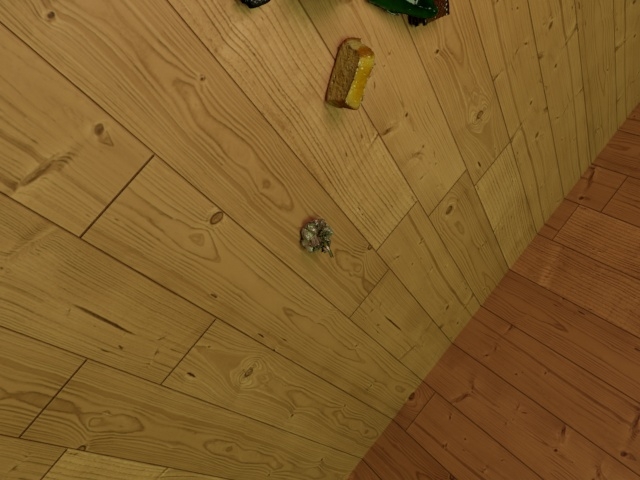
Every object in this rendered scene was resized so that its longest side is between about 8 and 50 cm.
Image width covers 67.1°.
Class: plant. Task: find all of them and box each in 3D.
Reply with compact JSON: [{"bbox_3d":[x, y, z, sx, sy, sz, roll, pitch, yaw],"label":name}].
[{"bbox_3d":[0.000,0.000,1.474,0.105,0.122,0.116,-29,140,-11],"label":"plant"}]

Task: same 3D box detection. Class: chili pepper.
[{"bbox_3d":[0.217,-0.648,1.265,0.216,0.062,0.108,15,107,-23],"label":"chili pepper"}]

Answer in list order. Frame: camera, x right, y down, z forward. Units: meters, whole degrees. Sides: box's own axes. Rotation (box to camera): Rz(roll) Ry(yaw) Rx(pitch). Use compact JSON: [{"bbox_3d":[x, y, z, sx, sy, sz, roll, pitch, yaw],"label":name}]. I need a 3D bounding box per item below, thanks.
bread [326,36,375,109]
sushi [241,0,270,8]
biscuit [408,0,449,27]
[{"bbox_3d":[0.079,-0.439,1.276,0.065,0.103,0.187,3,118,-41],"label":"bread"},{"bbox_3d":[-0.147,-0.551,1.037,0.085,0.056,0.083,-38,142,-20],"label":"sushi"},{"bbox_3d":[0.290,-0.717,1.316,0.106,0.070,0.252,-33,134,-21],"label":"biscuit"}]
